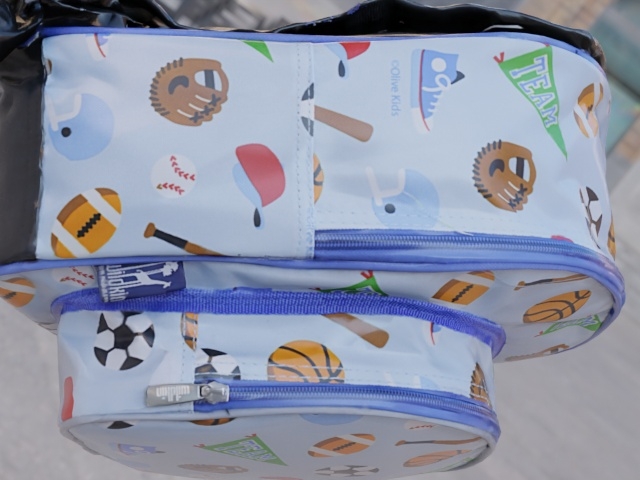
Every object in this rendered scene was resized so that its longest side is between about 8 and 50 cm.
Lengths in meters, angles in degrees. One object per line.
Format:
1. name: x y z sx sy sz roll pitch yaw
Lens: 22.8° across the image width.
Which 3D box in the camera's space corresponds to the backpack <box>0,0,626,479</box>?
1. backpack: 0.000 0.000 0.695 0.276 0.264 0.213 67 15 -81
